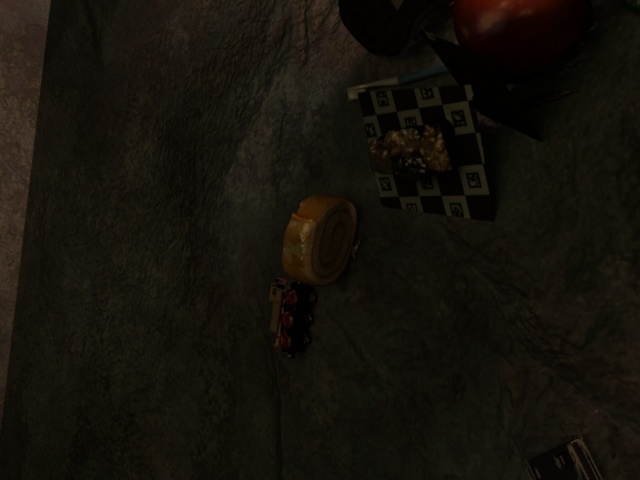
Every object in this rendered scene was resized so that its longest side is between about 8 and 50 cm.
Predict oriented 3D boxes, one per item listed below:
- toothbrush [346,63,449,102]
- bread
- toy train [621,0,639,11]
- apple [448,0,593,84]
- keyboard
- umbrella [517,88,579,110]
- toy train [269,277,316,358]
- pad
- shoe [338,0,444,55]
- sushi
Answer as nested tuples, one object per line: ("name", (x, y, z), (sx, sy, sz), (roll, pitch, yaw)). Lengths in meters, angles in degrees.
("toothbrush", (0.140, -0.250, 1.075), (0.275, 0.019, 0.025), (-3, 88, 47))
("bread", (0.000, 0.000, 1.117), (0.073, 0.122, 0.149), (17, 98, 44))
("toy train", (0.390, -0.334, 0.766), (0.227, 0.091, 0.136), (14, 84, 48))
("apple", (0.250, -0.272, 0.858), (0.158, 0.156, 0.147), (-21, 57, 20))
("keyboard", (0.319, 0.347, 0.792), (0.093, 0.025, 0.230), (-43, 55, 36))
("umbrella", (0.281, -0.183, 0.916), (0.122, 0.022, 0.013), (-4, 55, 37))
("toy train", (-0.055, 0.133, 1.213), (0.087, 0.050, 0.138), (10, 93, 52))
("pad", (0.205, -0.192, 0.876), (0.004, 0.193, 0.116), (-52, 46, 1))
("shoe", (0.150, -0.400, 1.010), (0.171, 0.132, 0.336), (-52, 13, -21))
("sushi", (0.129, -0.114, 0.982), (0.215, 0.050, 0.192), (10, 121, 49))
